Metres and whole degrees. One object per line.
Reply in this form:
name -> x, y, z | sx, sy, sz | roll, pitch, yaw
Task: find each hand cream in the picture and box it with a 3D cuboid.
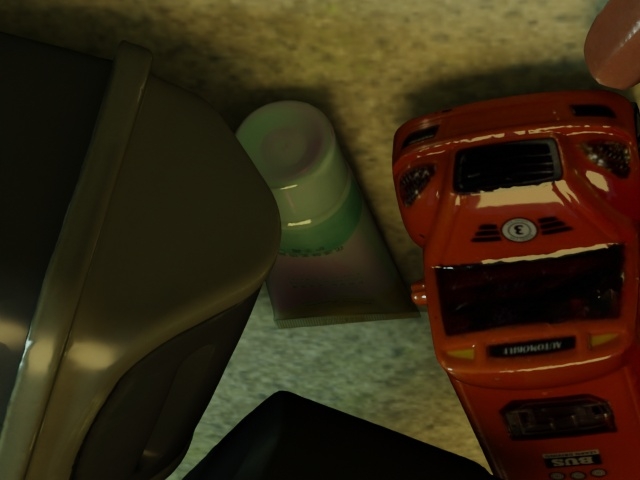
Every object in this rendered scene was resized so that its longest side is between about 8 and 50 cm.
hand cream -> 0.000, 0.000, 0.770 | 0.076, 0.047, 0.174 | -4, 151, 9

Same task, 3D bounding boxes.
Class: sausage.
sausage -> 0.147, -0.108, 0.615 | 0.030, 0.035, 0.147 | -10, 152, -37

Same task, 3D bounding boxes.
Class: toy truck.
toy truck -> 0.112, 0.045, 0.752 | 0.107, 0.114, 0.253 | -7, 142, 17

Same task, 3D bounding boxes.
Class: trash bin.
trash bin -> -0.176, 0.006, 0.686 | 0.290, 0.182, 0.209 | 17, 143, -7

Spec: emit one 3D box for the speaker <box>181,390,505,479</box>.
speaker -> -0.033, 0.171, 0.840 | 0.180, 0.184, 0.388 | 22, 145, -17
